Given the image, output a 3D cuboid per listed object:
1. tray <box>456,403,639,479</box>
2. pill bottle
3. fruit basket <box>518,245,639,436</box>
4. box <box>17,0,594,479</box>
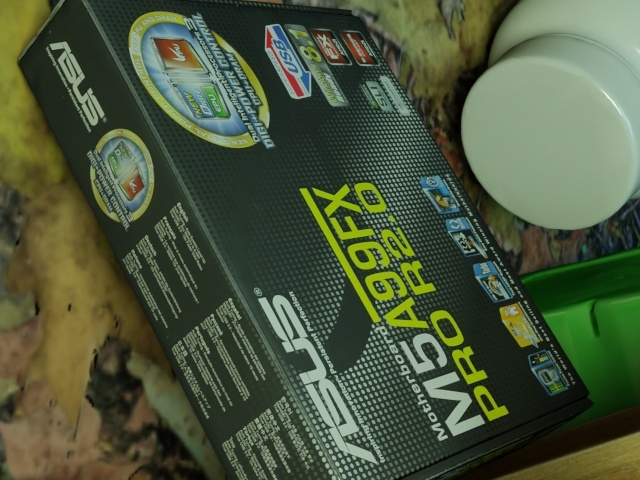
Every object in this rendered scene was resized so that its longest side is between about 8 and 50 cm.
[{"bbox_3d":[0.143,0.136,0.624,0.203,0.411,0.076,-9,74,-51],"label":"tray"},{"bbox_3d":[0.236,-0.139,0.912,0.318,0.176,0.176,-42,123,-43],"label":"pill bottle"},{"bbox_3d":[0.264,0.190,0.809,0.283,0.392,0.392,-25,111,-49],"label":"fruit basket"},{"bbox_3d":[0.000,0.000,0.605,0.216,0.060,0.270,-7,63,-51],"label":"box"}]
